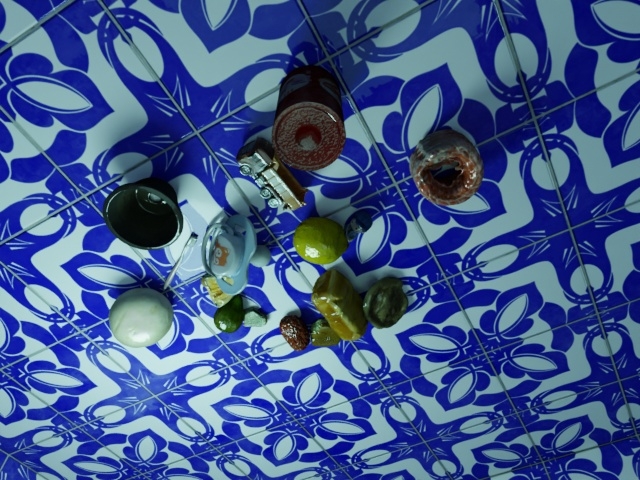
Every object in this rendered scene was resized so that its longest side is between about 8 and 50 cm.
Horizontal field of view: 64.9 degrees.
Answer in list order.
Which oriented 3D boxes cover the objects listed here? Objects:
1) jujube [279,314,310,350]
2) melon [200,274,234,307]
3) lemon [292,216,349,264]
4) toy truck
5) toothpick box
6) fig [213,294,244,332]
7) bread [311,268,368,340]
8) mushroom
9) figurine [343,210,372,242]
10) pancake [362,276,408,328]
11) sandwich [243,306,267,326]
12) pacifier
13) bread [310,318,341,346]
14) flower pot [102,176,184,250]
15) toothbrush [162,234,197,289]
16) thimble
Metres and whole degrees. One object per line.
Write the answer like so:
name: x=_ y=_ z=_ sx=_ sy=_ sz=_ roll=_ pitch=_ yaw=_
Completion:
jujube: x=-0.105 y=0.393 z=2.139 sx=0.109 sy=0.112 sz=0.176 roll=-33 pitch=123 yaw=-10
melon: x=-0.402 y=0.179 z=2.013 sx=0.128 sy=0.079 sz=0.160 roll=-21 pitch=123 yaw=-8
lemon: x=-0.002 y=-0.002 z=1.824 sx=0.181 sy=0.193 sz=0.180 roll=-35 pitch=147 yaw=-27
toy truck: x=-0.160 y=-0.220 z=1.710 sx=0.135 sy=0.114 sz=0.270 roll=-28 pitch=121 yaw=22
toothpick box: x=-0.032 y=-0.367 z=1.476 sx=0.204 sy=0.333 sz=0.204 roll=0 pitch=124 yaw=-1
fig: x=-0.363 y=0.297 z=2.065 sx=0.123 sy=0.123 sz=0.156 roll=30 pitch=105 yaw=-20
bread: x=0.085 y=0.258 z=2.016 sx=0.132 sy=0.166 sz=0.294 roll=-7 pitch=130 yaw=33
mushroom: x=-0.725 y=0.311 z=2.034 sx=0.246 sy=0.202 sz=0.245 roll=2 pitch=85 yaw=-22
figurine: x=0.130 y=-0.043 z=1.858 sx=0.087 sy=0.086 sz=0.149 roll=-5 pitch=149 yaw=-46
pancake: x=0.268 y=0.258 z=2.040 sx=0.223 sy=0.042 sz=0.236 roll=-17 pitch=119 yaw=-25
sandwich: x=-0.275 y=0.326 z=2.133 sx=0.105 sy=0.035 sz=0.093 roll=5 pitch=124 yaw=-5
pacifier: x=-0.291 y=0.051 z=1.875 sx=0.233 sy=0.244 sz=0.299 roll=7 pitch=105 yaw=-42
bread: x=0.025 y=0.392 z=2.163 sx=0.140 sy=0.069 sz=0.127 roll=-3 pitch=124 yaw=0
flower pot: x=-0.594 y=-0.116 z=1.748 sx=0.269 sy=0.166 sz=0.268 roll=1 pitch=126 yaw=2
toothbrush: x=-0.555 y=0.092 z=1.976 sx=0.030 sy=0.025 sz=0.307 roll=22 pitch=122 yaw=-24
thimble: x=0.417 y=-0.241 z=1.671 sx=0.240 sy=0.162 sz=0.239 roll=-1 pitch=125 yaw=-1
